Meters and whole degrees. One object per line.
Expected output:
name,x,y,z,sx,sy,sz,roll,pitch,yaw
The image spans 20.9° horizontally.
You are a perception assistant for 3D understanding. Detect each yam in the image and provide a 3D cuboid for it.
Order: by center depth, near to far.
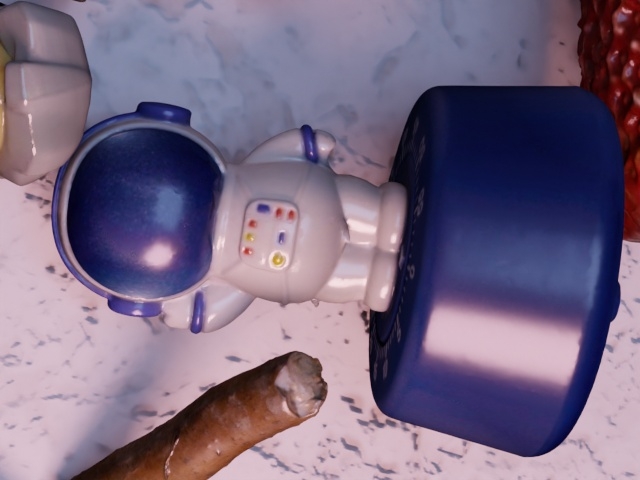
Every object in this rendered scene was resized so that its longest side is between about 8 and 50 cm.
yam,-0.094,0.146,1.213,0.241,0.057,0.057,-32,105,27

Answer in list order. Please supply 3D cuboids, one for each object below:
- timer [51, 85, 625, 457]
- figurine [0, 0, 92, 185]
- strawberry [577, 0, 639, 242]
timer,0.000,0.000,1.240,0.384,0.270,0.270,8,88,-6
figurine,-0.274,-0.094,1.161,0.236,0.176,0.133,-13,107,-30
strawberry,0.332,-0.160,1.318,0.292,0.292,0.310,-5,92,-21
